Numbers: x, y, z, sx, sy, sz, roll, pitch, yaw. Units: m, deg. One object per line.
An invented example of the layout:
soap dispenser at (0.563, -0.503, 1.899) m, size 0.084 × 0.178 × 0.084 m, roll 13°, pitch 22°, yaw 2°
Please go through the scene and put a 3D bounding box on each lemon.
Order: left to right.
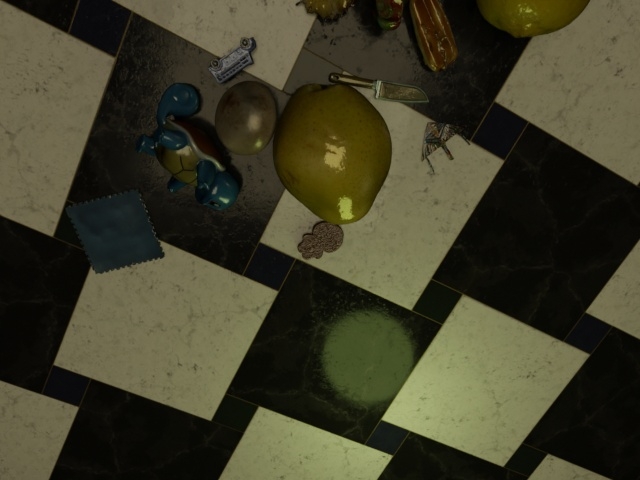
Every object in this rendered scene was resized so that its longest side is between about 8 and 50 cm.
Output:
lemon at (0.605, -0.749, 1.241) m, size 0.347 × 0.348 × 0.348 m, roll -1°, pitch 109°, yaw -4°

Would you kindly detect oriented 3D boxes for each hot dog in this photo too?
hot dog at (0.346, -0.657, 1.384) m, size 0.109 × 0.072 × 0.270 m, roll -26°, pitch 110°, yaw 3°

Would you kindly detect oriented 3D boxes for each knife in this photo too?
knife at (0.195, -0.492, 1.451) m, size 0.342 × 0.027 × 0.061 m, roll 6°, pitch 105°, yaw -9°

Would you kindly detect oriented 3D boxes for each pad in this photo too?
pad at (-0.713, -0.028, 1.554) m, size 0.269 × 0.012 × 0.269 m, roll -13°, pitch 109°, yaw 0°

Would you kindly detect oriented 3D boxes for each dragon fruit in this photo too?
dragon fruit at (0.180, -0.753, 1.248) m, size 0.130 × 0.268 × 0.295 m, roll -15°, pitch 124°, yaw 12°

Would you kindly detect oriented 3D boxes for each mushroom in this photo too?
mushroom at (-0.223, -0.377, 1.381) m, size 0.226 × 0.178 × 0.227 m, roll 6°, pitch 99°, yaw 39°

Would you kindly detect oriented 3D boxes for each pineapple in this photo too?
pineapple at (0.019, -0.754, 1.308) m, size 0.221 × 0.047 × 0.221 m, roll 12°, pitch 124°, yaw 19°

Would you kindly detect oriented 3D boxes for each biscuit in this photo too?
biscuit at (0.000, 0.000, 1.605) m, size 0.175 × 0.026 × 0.124 m, roll -30°, pitch 107°, yaw 6°

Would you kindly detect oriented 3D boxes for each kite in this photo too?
kite at (0.412, -0.340, 1.527) m, size 0.182 × 0.010 × 0.160 m, roll -38°, pitch 104°, yaw 5°

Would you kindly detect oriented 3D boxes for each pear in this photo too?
pear at (0.034, -0.264, 1.354) m, size 0.362 × 0.362 × 0.419 m, roll -13°, pitch 114°, yaw 0°

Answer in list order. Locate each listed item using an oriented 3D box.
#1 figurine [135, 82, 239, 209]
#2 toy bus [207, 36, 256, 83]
figurine at (-0.430, -0.269, 1.401) m, size 0.297 × 0.243 × 0.417 m, roll -5°, pitch 113°, yaw 44°
toy bus at (-0.263, -0.558, 1.374) m, size 0.167 × 0.073 × 0.076 m, roll -30°, pitch 111°, yaw 10°
